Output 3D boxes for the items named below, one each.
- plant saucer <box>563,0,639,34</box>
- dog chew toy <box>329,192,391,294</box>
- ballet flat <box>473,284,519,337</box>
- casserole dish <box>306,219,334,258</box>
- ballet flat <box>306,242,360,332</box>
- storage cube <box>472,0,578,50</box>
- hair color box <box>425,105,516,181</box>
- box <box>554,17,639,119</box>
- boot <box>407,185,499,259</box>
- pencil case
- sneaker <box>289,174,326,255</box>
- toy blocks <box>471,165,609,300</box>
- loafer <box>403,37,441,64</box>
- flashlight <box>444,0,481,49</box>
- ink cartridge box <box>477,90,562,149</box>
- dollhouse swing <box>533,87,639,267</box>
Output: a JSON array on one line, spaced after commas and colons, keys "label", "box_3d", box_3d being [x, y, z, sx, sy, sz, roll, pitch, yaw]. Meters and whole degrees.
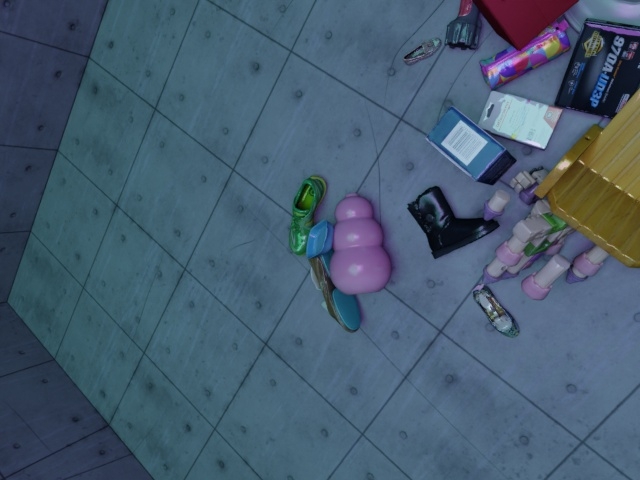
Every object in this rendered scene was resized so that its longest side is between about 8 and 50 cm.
[{"label": "plant saucer", "box_3d": [0.810, -0.695, 1.144, 0.400, 0.100, 0.401, 3, 97, 27]}, {"label": "dog chew toy", "box_3d": [0.121, 0.009, 1.523, 0.206, 0.206, 0.332, -10, 82, 28]}, {"label": "ballet flat", "box_3d": [0.526, 0.220, 1.399, 0.070, 0.070, 0.188, -44, 75, 24]}, {"label": "casserole dish", "box_3d": [0.000, 0.000, 1.530, 0.188, 0.036, 0.114, 148, 131, -66]}, {"label": "ballet flat", "box_3d": [0.034, 0.169, 1.636, 0.124, 0.116, 0.343, -31, 79, 47]}, {"label": "storage cube", "box_3d": [0.516, -0.652, 1.207, 0.193, 0.215, 0.183, 36, 118, -28]}, {"label": "hair color box", "box_3d": [0.418, -0.244, 1.250, 0.174, 0.347, 0.105, 46, 113, 17]}, {"label": "box", "box_3d": [0.730, -0.438, 1.185, 0.175, 0.051, 0.220, 24, 133, 23]}, {"label": "boot", "box_3d": [0.390, -0.076, 1.400, 0.246, 0.094, 0.207, -33, 80, 49]}, {"label": "pencil case", "box_3d": [0.568, -0.518, 1.287, 0.236, 0.104, 0.105, -27, 82, 28]}, {"label": "sneaker", "box_3d": [-0.067, -0.090, 1.645, 0.109, 0.123, 0.296, 19, 104, 24]}, {"label": "toy blocks", "box_3d": [0.561, 0.013, 1.258, 0.309, 0.288, 0.260, 58, 148, 29]}, {"label": "loafer", "box_3d": [0.317, -0.592, 1.443, 0.125, 0.039, 0.045, -25, 83, 27]}, {"label": "flashlight", "box_3d": [0.425, -0.724, 1.343, 0.103, 0.103, 0.305, 24, 108, 51]}, {"label": "ink cartridge box", "box_3d": [0.567, -0.344, 1.322, 0.198, 0.067, 0.116, 26, 106, 21]}, {"label": "dollhouse swing", "box_3d": [0.786, -0.169, 1.085, 0.347, 0.315, 0.305, 42, 147, 17]}]
